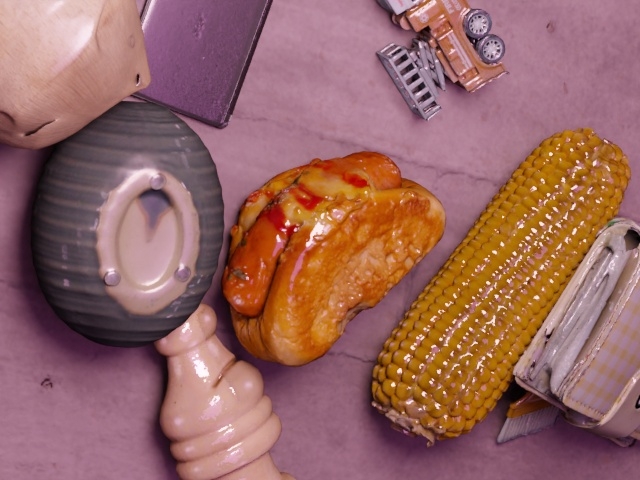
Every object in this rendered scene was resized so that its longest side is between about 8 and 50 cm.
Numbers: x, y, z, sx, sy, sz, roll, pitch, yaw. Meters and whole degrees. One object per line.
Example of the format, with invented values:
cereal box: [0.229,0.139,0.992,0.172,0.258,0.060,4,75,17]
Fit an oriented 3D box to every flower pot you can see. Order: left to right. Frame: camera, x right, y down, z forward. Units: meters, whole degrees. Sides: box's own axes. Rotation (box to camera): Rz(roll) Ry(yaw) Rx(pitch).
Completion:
flower pot: [-0.189,-0.015,1.684,0.189,0.157,0.243,0,101,-23]

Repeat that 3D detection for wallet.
wallet: [0.350,0.116,1.900,0.309,0.077,0.223,30,88,-54]

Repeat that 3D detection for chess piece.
chess piece: [-0.101,0.214,1.790,0.138,0.124,0.307,-20,104,8]

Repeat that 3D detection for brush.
brush: [0.256,0.141,1.907,0.082,0.010,0.218,-12,134,-29]

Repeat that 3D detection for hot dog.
hot dog: [0.000,0.000,1.766,0.256,0.150,0.153,-43,115,-18]

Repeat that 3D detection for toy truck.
toy truck: [0.109,-0.232,1.807,0.115,0.080,0.178,-34,112,-3]

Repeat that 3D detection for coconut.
coconut: [-0.263,-0.189,1.602,0.224,0.224,0.224,-4,101,-21]

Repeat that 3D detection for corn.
corn: [0.195,0.051,1.861,0.144,0.144,0.387,39,81,-23]

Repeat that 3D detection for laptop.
laptop: [-0.122,-0.217,1.749,0.129,0.016,0.180,19,91,-24]
